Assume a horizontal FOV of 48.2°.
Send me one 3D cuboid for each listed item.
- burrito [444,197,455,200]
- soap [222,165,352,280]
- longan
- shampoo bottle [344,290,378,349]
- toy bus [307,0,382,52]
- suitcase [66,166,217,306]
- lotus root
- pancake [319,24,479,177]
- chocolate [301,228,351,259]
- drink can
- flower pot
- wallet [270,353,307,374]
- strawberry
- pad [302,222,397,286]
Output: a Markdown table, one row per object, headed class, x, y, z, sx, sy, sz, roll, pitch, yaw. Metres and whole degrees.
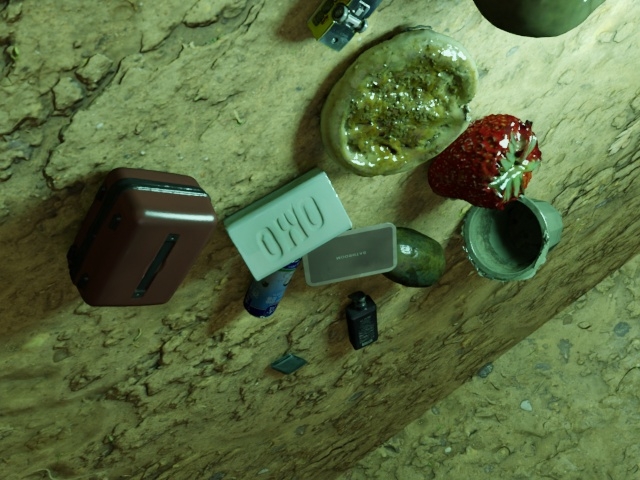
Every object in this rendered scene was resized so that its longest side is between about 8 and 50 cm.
| class | x | y | z | sx | sy | sz | roll | pitch | yaw |
| --- | --- | --- | --- | --- | --- | --- | --- | --- | --- |
| burrito | 0.397 | -0.159 | 2.045 | 0.074 | 0.044 | 0.118 | -19 | 143 | -26 |
| soap | -0.077 | -0.040 | 1.693 | 0.265 | 0.087 | 0.159 | -29 | 111 | -4 |
| longan | 0.427 | -0.534 | 1.353 | 0.350 | 0.288 | 0.288 | -30 | 150 | -24 |
| shampoo bottle | 0.137 | 0.259 | 2.367 | 0.098 | 0.071 | 0.309 | -24 | 148 | -10 |
| toy bus | 0.076 | -0.457 | 1.326 | 0.081 | 0.074 | 0.226 | 11 | 129 | -47 |
| suitcase | -0.372 | -0.001 | 1.488 | 0.236 | 0.161 | 0.297 | 2 | 134 | -44 |
| lotus root | 0.272 | 0.056 | 2.127 | 0.275 | 0.152 | 0.160 | 14 | 129 | -47 |
| pancake | 0.188 | -0.297 | 1.596 | 0.382 | 0.071 | 0.382 | -12 | 136 | -12 |
| chocolate | 0.000 | 0.000 | 1.935 | 0.182 | 0.028 | 0.086 | -33 | 149 | 1 |
| drink can | -0.129 | 0.100 | 1.899 | 0.097 | 0.097 | 0.235 | -7 | 141 | -35 |
| flower pot | 0.620 | -0.027 | 2.242 | 0.259 | 0.290 | 0.290 | -14 | 146 | -51 |
| wallet | -0.109 | 0.416 | 2.415 | 0.088 | 0.026 | 0.129 | -34 | 150 | 10 |
| strawberry | 0.428 | -0.207 | 1.870 | 0.261 | 0.258 | 0.261 | -21 | 123 | -35 |
| pad | 0.082 | 0.041 | 1.958 | 0.266 | 0.002 | 0.176 | -12 | 129 | -6 |
